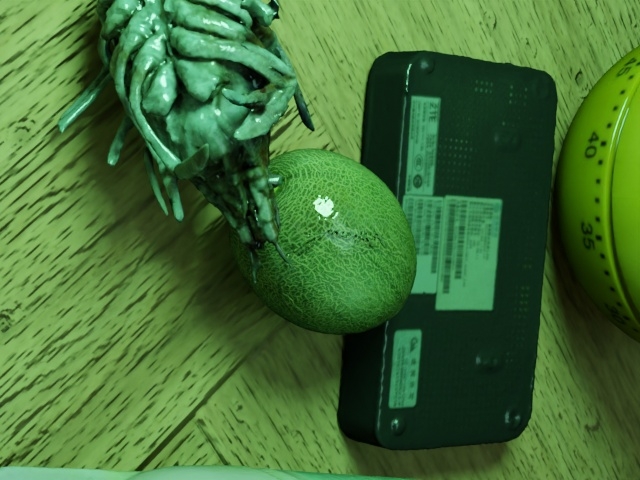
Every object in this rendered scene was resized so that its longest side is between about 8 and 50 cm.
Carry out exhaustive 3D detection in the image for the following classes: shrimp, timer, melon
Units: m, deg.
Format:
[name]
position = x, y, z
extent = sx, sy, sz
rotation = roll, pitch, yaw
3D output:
[shrimp]
position = -0.105, -0.168, 1.168
extent = 0.166, 0.221, 0.410
rotation = -3, 78, -68
[timer]
position = 0.420, -0.038, 1.507
extent = 0.376, 0.387, 0.376
rotation = -4, 97, -39
[melon]
position = 0.000, 0.000, 1.294
extent = 0.192, 0.139, 0.139
rotation = 44, 66, -41

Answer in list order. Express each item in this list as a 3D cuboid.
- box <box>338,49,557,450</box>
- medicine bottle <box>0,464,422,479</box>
[box]
position = 0.120, 0.011, 1.461
extent = 0.211, 0.058, 0.350
rotation = 2, 93, -41
[medicine bottle]
position = -0.065, 0.285, 1.201
extent = 0.406, 0.236, 0.236
rotation = 11, 87, -44
